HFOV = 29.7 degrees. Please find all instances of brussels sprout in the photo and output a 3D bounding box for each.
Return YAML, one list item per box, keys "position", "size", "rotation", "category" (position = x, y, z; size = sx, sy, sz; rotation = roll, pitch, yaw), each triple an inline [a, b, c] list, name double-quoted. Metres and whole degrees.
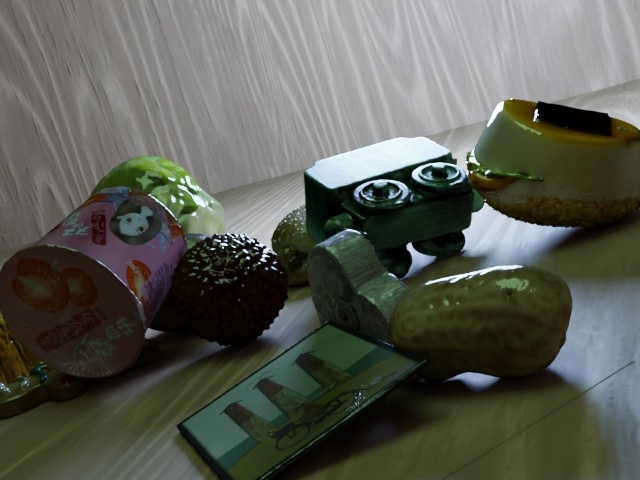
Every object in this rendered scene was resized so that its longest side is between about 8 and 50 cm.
- position: [-0.359, -0.024, 2.505]
  size: [0.328, 0.327, 0.247]
  rotation: [-11, -20, 31]
  category: "brussels sprout"

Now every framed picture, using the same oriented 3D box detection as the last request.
- position: [-0.033, 0.182, 1.391]
  size: [0.244, 0.013, 0.324]
  rotation: [-34, 14, -13]
  category: "framed picture"

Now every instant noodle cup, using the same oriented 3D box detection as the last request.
- position: [-0.337, 0.051, 1.870]
  size: [0.243, 0.243, 0.231]
  rotation: [-12, 27, 27]
  category: "instant noodle cup"

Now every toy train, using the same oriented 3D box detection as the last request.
- position: [0.120, -0.060, 2.050]
  size: [0.299, 0.166, 0.238]
  rotation: [-17, 32, -27]
  category: "toy train"

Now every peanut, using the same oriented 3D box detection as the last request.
- position: [0.171, 0.100, 1.358]
  size: [0.253, 0.137, 0.122]
  rotation: [-11, 55, 33]
  category: "peanut"

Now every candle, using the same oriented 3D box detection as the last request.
- position: [0.053, 0.089, 1.568]
  size: [0.068, 0.192, 0.168]
  rotation: [-23, -32, -27]
  category: "candle"

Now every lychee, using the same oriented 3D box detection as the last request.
- position: [-0.132, 0.071, 1.842]
  size: [0.188, 0.188, 0.188]
  rotation: [-17, 10, 3]
  category: "lychee"

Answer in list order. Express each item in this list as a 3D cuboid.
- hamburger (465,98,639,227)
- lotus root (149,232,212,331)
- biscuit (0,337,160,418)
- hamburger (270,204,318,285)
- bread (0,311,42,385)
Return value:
- position: [0.380, -0.117, 1.945]
  size: [0.294, 0.179, 0.276]
  rotation: [11, 21, 5]
  category: "hamburger"
- position: [-0.234, 0.070, 2.064]
  size: [0.314, 0.169, 0.141]
  rotation: [-5, 8, 30]
  category: "lotus root"
- position: [-0.406, 0.212, 1.937]
  size: [0.302, 0.049, 0.197]
  rotation: [-22, 9, -23]
  category: "biscuit"
- position: [0.000, 0.000, 2.195]
  size: [0.190, 0.122, 0.215]
  rotation: [-8, 16, 27]
  category: "hamburger"
- position: [-0.567, 0.193, 2.022]
  size: [0.158, 0.149, 0.143]
  rotation: [-9, 16, 41]
  category: "bread"
